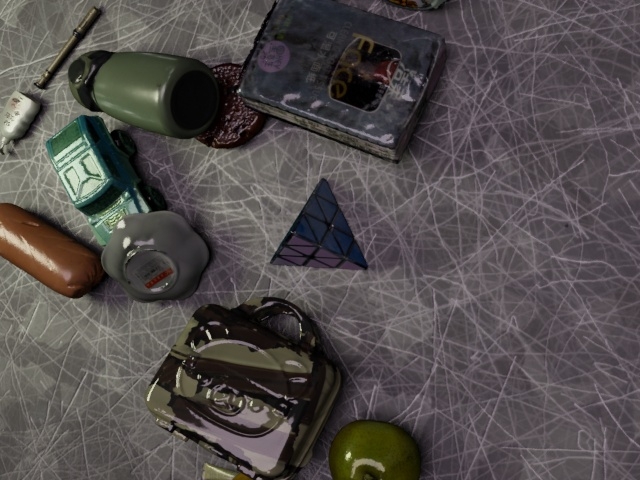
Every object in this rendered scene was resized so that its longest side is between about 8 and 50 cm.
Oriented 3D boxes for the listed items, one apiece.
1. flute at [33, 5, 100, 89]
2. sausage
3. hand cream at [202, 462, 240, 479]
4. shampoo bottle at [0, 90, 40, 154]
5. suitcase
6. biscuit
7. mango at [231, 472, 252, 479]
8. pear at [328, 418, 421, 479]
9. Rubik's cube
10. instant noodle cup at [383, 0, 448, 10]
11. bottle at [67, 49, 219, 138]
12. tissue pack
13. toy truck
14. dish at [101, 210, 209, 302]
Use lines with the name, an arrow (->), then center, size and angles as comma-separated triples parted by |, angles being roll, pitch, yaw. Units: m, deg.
flute -> -0.583, -0.443, 1.977 | 0.027, 0.027, 0.233 | 43, 101, 15
sausage -> -0.620, 0.025, 1.921 | 0.304, 0.121, 0.121 | 29, 97, 18
hand cream -> -0.204, 0.497, 1.822 | 0.102, 0.022, 0.035 | 6, 90, 23
shampoo bottle -> -0.716, -0.270, 2.003 | 0.077, 0.045, 0.152 | 33, 99, 16
suitcase -> -0.132, 0.279, 1.717 | 0.351, 0.194, 0.339 | 24, 73, 17
biscuit -> -0.202, -0.287, 1.839 | 0.192, 0.049, 0.192 | -1, 84, 12
mango -> -0.168, 0.571, 1.741 | 0.130, 0.167, 0.262 | 44, 104, 29
pear -> 0.097, 0.429, 1.626 | 0.180, 0.216, 0.166 | 23, 99, 12
Rubik's cube -> 0.000, 0.000, 1.697 | 0.190, 0.178, 0.211 | 29, 98, 14
instant noodle cup -> 0.172, -0.550, 1.674 | 0.208, 0.177, 0.125 | 21, 80, -3
bottle -> -0.387, -0.319, 1.811 | 0.347, 0.168, 0.168 | 16, 93, 34
tissue pack -> 0.042, -0.331, 1.707 | 0.361, 0.122, 0.259 | 23, 83, 17
toy truck -> -0.468, -0.127, 1.861 | 0.155, 0.156, 0.279 | -33, 77, 14
dish -> -0.349, 0.051, 1.797 | 0.229, 0.081, 0.229 | -1, 116, -3
